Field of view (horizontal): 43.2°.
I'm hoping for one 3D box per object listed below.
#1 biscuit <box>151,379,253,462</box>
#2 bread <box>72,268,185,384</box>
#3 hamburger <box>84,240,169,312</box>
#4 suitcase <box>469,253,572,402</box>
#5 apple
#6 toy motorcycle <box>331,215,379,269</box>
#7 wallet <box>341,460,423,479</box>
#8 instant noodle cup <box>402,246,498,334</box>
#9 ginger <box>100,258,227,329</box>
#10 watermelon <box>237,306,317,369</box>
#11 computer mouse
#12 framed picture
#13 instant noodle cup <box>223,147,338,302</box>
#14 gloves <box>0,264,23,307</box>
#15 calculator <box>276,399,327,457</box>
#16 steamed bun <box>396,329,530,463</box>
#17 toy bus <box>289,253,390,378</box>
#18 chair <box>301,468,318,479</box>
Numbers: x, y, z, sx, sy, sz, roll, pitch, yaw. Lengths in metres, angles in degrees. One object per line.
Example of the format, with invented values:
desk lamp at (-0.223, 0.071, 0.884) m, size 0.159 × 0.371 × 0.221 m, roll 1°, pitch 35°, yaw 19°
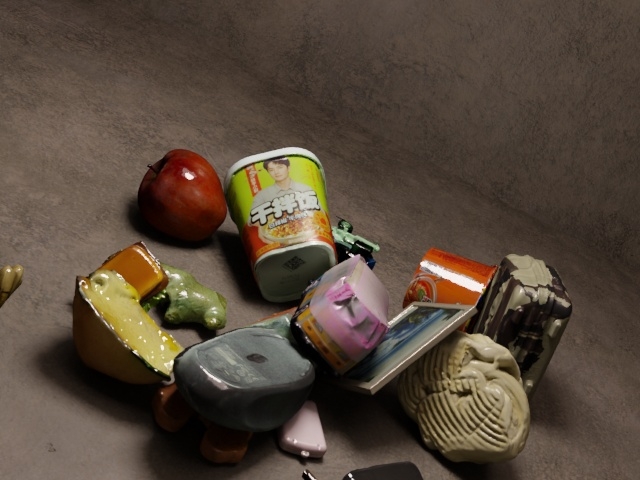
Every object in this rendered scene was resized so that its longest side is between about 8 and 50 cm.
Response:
biscuit at (-0.187, 0.299, 1.553) m, size 0.202 × 0.047 × 0.334 m, roll 32°, pitch 25°, yaw 4°
bread at (-0.374, 0.180, 1.483) m, size 0.251 × 0.133 × 0.174 m, roll 48°, pitch 18°, yaw 2°
hamburger at (-0.394, 0.094, 1.633) m, size 0.137 × 0.166 × 0.087 m, roll 53°, pitch -14°, yaw 4°
suitcase at (0.517, 0.215, 2.111) m, size 0.194 × 0.351 × 0.339 m, roll 17°, pitch 23°, yaw -2°
apple at (-0.344, -0.114, 2.018) m, size 0.234 × 0.234 × 0.234 m, roll 23°, pitch 24°, yaw -11°
toy motorcycle at (0.000, 0.000, 2.283) m, size 0.331 × 0.125 × 0.196 m, roll 30°, pitch 25°, yaw 11°
wallet at (0.198, 0.559, 1.444) m, size 0.197 × 0.051 × 0.377 m, roll 6°, pitch 34°, yaw -40°
instant noodle cup at (0.356, 0.143, 2.238) m, size 0.192 × 0.250 × 0.250 m, roll 27°, pitch 22°, yaw 15°
ginger at (-0.328, 0.110, 1.736) m, size 0.290 × 0.089 × 0.137 m, roll 33°, pitch 50°, yaw -3°
watermelon at (-0.052, 0.218, 1.805) m, size 0.193 × 0.139 × 0.257 m, roll 44°, pitch 19°, yaw 16°
computer mouse at (-0.144, 0.257, 1.491) m, size 0.203 × 0.114 × 0.374 m, roll 38°, pitch 17°, yaw 23°
framed picture at (0.161, 0.226, 1.753) m, size 0.315 × 0.232 × 0.024 m, roll -34°, pitch 104°, yaw -26°
instant noodle cup at (-0.086, -0.029, 2.018) m, size 0.294 × 0.294 × 0.307 m, roll 14°, pitch 41°, yaw -30°
gloves at (-0.635, 0.122, 1.311) m, size 0.154 × 0.141 × 0.331 m, roll 14°, pitch 21°, yaw 39°
calculator at (-0.043, 0.363, 1.594) m, size 0.100 × 0.032 × 0.175 m, roll 18°, pitch 26°, yaw -21°
steamed bun at (0.333, 0.343, 1.790) m, size 0.289 × 0.275 × 0.203 m, roll 13°, pitch 2°, yaw 30°
toy bus at (0.054, 0.148, 1.757) m, size 0.171 × 0.162 × 0.386 m, roll 47°, pitch 11°, yaw -4°
chair at (0.024, 0.517, 1.212) m, size 0.319 × 0.160 × 0.186 m, roll 39°, pitch 20°, yaw 25°
